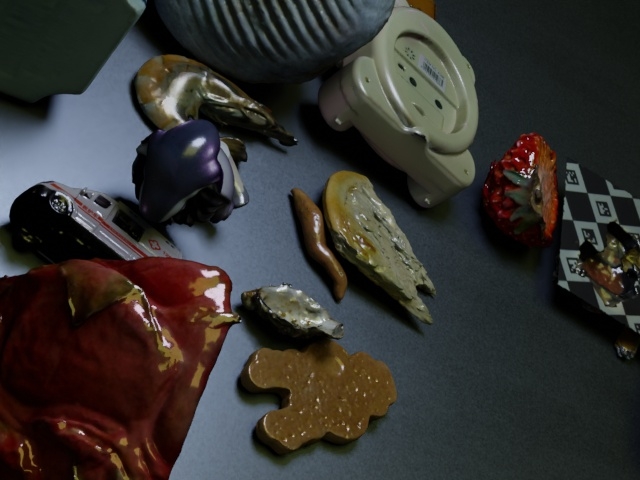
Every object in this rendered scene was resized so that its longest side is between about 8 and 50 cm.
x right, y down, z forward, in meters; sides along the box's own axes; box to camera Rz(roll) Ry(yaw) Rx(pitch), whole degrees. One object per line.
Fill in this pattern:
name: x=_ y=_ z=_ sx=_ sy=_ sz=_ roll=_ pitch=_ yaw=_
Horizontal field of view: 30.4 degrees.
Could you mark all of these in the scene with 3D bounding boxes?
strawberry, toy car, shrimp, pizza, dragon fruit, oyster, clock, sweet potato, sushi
strawberry: x=0.329 y=-0.083 z=1.954 sx=0.236 sy=0.111 sz=0.190 roll=-28 pitch=110 yaw=-68
toy car: x=-0.267 y=-0.003 z=1.413 sx=0.210 sy=0.089 sz=0.108 roll=40 pitch=39 yaw=-14
shrimp: x=0.577 y=0.198 z=2.004 sx=0.166 sy=0.049 sz=0.161 roll=-13 pitch=68 yaw=-42
pizza: x=0.090 y=0.012 z=1.712 sx=0.262 sy=0.034 sz=0.181 roll=52 pitch=29 yaw=-2
shrimp: x=-0.144 y=-0.171 z=1.652 sx=0.254 sy=0.059 sz=0.145 roll=32 pitch=49 yaw=-18
dragon fruit: x=-0.260 y=0.167 z=1.191 sx=0.228 sy=0.286 sz=0.329 roll=28 pitch=56 yaw=-28
oyster: x=-0.038 y=0.101 z=1.555 sx=0.148 sy=0.051 sz=0.103 roll=31 pitch=15 yaw=-7
clock: x=0.140 y=-0.236 z=1.872 sx=0.284 sy=0.114 sz=0.309 roll=38 pitch=41 yaw=-24
sweet potato: x=-0.004 y=0.001 z=1.665 sx=0.044 sy=0.044 sz=0.179 roll=-7 pitch=66 yaw=-42
sushi: x=0.508 y=0.034 z=2.036 sx=0.294 sy=0.059 sz=0.292 roll=29 pitch=52 yaw=-18

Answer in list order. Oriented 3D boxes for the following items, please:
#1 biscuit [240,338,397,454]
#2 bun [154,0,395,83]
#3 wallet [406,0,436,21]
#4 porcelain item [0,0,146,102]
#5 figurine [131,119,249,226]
biscuit: x=0.002 y=0.198 z=1.537 sx=0.236 sy=0.040 sz=0.143 roll=-1 pitch=70 yaw=-42
bun: x=-0.060 y=-0.394 z=1.670 sx=0.362 sy=0.362 sz=0.211 roll=45 pitch=27 yaw=-6
wallet: x=0.119 y=-0.395 z=2.036 sx=0.196 sy=0.042 sz=0.160 roll=26 pitch=53 yaw=-27
porcelain item: x=-0.364 y=-0.322 z=1.407 sx=0.282 sy=0.286 sz=0.157 roll=20 pitch=49 yaw=-27
figurine: x=-0.160 y=-0.083 z=1.466 sx=0.145 sy=0.145 sz=0.222 roll=49 pitch=11 yaw=-2
